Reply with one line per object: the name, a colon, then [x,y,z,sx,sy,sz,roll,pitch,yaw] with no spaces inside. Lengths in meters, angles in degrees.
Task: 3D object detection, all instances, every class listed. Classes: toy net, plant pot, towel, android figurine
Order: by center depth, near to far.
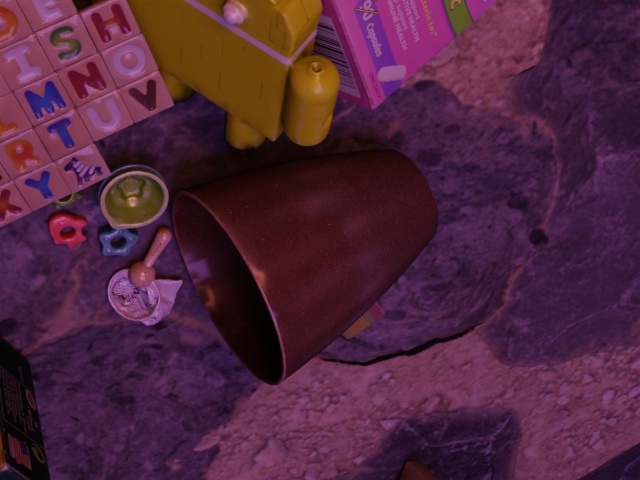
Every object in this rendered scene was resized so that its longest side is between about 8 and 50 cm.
android figurine: [-0.088,-0.179,0.871,0.056,0.248,0.273,-52,173,-24]
plant pot: [0.000,0.000,1.082,0.230,0.215,0.215,-27,134,-21]
toy net: [-0.207,0.019,1.092,0.122,0.045,0.232,-17,131,-12]
towel: [0.038,0.083,1.275,0.060,0.009,0.083,-35,131,5]

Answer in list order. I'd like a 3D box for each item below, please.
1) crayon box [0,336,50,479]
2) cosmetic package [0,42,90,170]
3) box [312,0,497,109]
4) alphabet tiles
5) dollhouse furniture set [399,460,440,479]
crayon box: [-0.434,0.256,1.073,0.318,0.202,0.081,-33,132,4]
cosmetic package: [-0.324,-0.119,0.906,0.231,0.085,0.117,-12,130,-14]
box: [0.058,-0.274,0.880,0.243,0.117,0.213,-42,135,-19]
alphabet tiles: [-0.251,-0.111,0.886,0.237,0.009,0.198,-25,133,-5]
dollhouse furniture set: [0.175,0.403,1.517,0.123,0.144,0.151,4,109,-33]
